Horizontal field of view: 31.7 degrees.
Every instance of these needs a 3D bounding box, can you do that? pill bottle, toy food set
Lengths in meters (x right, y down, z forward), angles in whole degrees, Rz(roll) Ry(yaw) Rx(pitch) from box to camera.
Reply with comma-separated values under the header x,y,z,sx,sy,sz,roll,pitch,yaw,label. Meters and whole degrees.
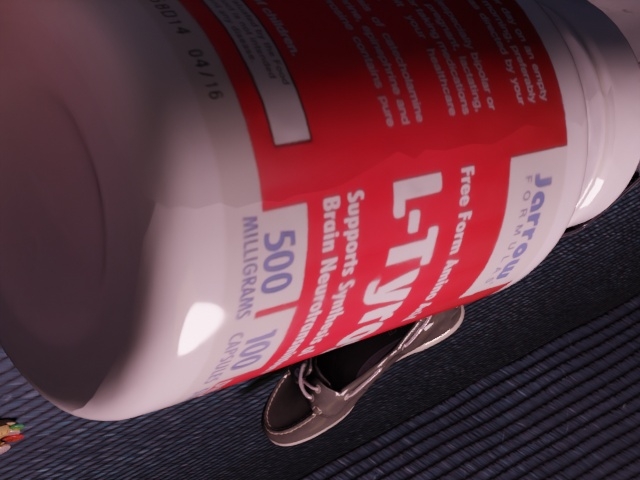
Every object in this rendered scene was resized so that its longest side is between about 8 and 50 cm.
x,y,z,sx,sy,sz,roll,pitch,yaw,label
0.010,-0.055,0.679,0.408,0.229,0.229,-15,157,-40,pill bottle
-0.356,0.216,1.202,0.083,0.020,0.082,-33,162,11,toy food set

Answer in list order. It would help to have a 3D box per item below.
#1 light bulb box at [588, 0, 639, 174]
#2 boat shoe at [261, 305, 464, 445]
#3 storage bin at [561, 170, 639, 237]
x,y,z,sx,sy,sz,roll,pitch,yaw,label
0.403,-0.084,1.000,0.225,0.358,0.361,-32,161,13,light bulb box
0.042,0.153,1.538,0.335,0.112,0.095,-36,145,4,boat shoe
0.298,-0.078,1.311,0.122,0.084,0.180,-17,160,-35,storage bin
